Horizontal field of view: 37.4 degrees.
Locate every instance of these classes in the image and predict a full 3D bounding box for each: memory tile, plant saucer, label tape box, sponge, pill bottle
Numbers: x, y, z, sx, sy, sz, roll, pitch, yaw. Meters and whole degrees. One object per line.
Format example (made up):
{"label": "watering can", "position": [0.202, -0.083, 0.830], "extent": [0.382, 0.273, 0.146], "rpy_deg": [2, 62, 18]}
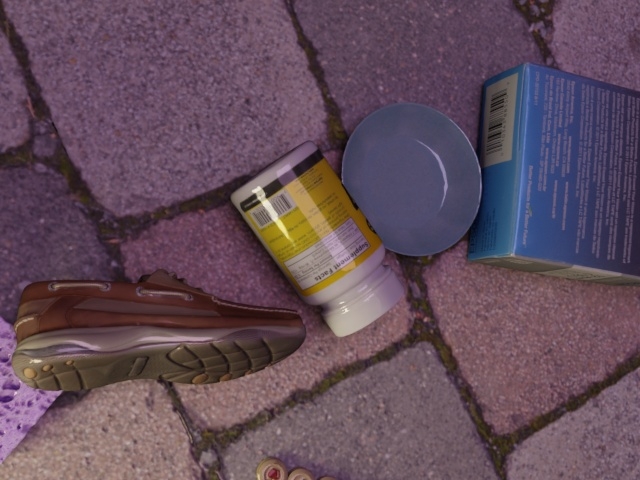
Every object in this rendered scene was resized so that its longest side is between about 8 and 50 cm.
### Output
{"label": "memory tile", "position": [-0.018, 0.325, 1.104], "extent": [0.148, 0.012, 0.113], "rpy_deg": [22, 77, -18]}
{"label": "plant saucer", "position": [0.110, -0.075, 1.188], "extent": [0.195, 0.037, 0.195], "rpy_deg": [2, 83, -21]}
{"label": "label tape box", "position": [0.378, -0.070, 1.254], "extent": [0.348, 0.115, 0.249], "rpy_deg": [10, 81, -23]}
{"label": "sponge", "position": [-0.375, 0.120, 0.980], "extent": [0.210, 0.031, 0.117], "rpy_deg": [43, 71, -12]}
{"label": "pill bottle", "position": [0.000, 0.000, 1.092], "extent": [0.119, 0.119, 0.208], "rpy_deg": [-37, 98, -21]}

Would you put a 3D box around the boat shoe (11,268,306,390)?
{"label": "boat shoe", "position": [-0.166, 0.085, 1.020], "extent": [0.324, 0.123, 0.116], "rpy_deg": [3, 58, -31]}
